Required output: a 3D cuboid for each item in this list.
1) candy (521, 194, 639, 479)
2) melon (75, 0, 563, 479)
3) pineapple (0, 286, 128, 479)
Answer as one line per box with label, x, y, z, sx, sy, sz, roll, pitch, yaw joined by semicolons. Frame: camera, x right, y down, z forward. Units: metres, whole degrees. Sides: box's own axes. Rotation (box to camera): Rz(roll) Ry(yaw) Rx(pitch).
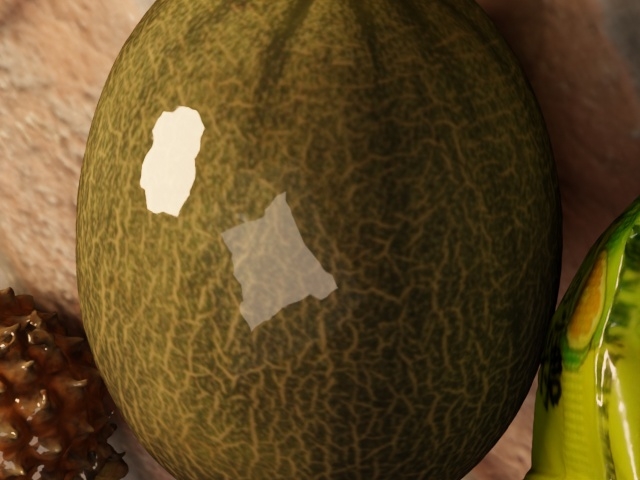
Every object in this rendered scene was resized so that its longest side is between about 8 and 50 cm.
candy;0.146;0.024;0.556;0.069;0.149;0.246;26;85;-2
melon;0.000;0.000;0.644;0.237;0.237;0.302;13;126;17
pineapple;-0.214;0.115;0.881;0.193;0.166;0.166;30;130;-17
